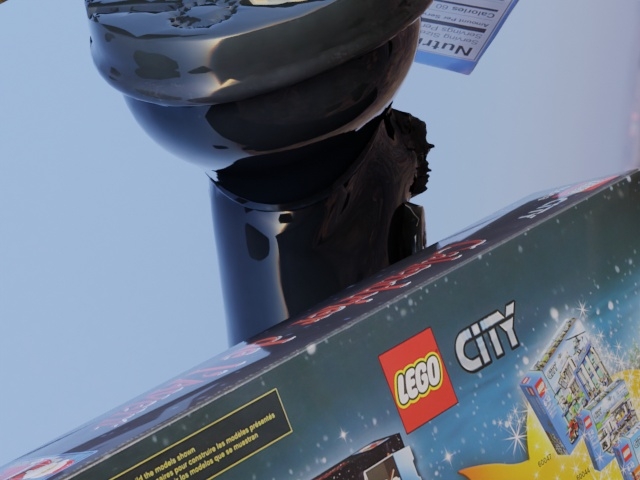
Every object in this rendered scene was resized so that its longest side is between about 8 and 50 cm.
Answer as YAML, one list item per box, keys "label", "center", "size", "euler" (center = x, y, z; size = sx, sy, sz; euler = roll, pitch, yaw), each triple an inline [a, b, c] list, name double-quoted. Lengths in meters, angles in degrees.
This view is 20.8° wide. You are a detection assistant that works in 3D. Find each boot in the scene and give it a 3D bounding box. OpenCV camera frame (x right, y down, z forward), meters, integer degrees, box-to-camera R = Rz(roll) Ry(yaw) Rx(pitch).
- label: "boot"
  center: [0.000, 0.000, 0.553]
  size: [0.246, 0.094, 0.207]
  euler: [-81, -17, -72]

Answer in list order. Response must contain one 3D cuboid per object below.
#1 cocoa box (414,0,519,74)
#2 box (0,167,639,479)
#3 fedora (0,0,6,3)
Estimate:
- label: "cocoa box"
  center: [0.020, -0.299, 0.866]
  size: [0.228, 0.231, 0.347]
  euler: [120, 161, -64]
- label: "box"
  center: [0.029, 0.092, 0.445]
  size: [0.233, 0.044, 0.159]
  euler: [-25, -83, -43]
- label: "fedora"
  center: [-0.198, -0.214, 1.040]
  size: [0.079, 0.194, 0.194]
  euler: [41, 138, 46]
